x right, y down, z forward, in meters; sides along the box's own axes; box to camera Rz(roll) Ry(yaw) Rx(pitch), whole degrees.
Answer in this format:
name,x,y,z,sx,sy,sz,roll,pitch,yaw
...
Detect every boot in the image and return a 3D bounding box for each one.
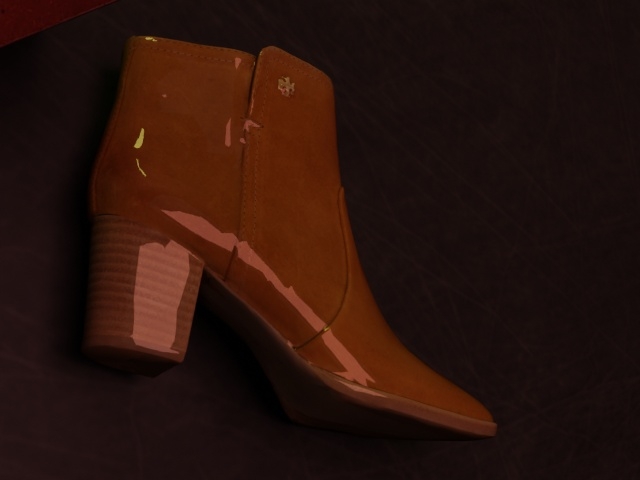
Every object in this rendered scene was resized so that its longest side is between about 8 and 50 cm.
name,x,y,z,sx,sy,sz,roll,pitch,yaw
boot,-0.001,0.000,0.766,0.295,0.104,0.211,20,67,-27

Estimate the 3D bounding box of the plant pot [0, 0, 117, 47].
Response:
name,x,y,z,sx,sy,sz,roll,pitch,yaw
plant pot,-0.199,-0.203,0.586,0.267,0.267,0.236,-33,110,-38
